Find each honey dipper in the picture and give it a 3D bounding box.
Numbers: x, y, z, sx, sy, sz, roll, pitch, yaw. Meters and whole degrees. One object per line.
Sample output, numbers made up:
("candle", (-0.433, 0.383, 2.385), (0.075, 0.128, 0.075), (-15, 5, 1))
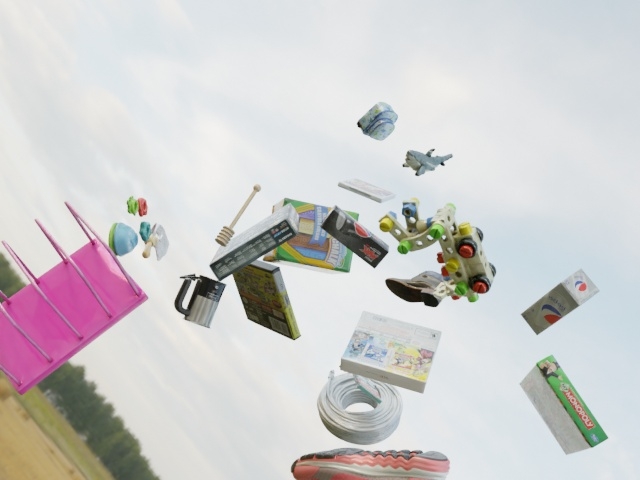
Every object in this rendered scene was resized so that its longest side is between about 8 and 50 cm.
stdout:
("honey dipper", (-0.174, -0.059, 1.536), (0.030, 0.161, 0.030), (26, -21, 11))

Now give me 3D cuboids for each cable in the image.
("cable", (0.116, 0.500, 2.141), (0.257, 0.257, 0.089), (12, -58, 18))

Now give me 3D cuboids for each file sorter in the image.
("file sorter", (-0.523, 0.093, 1.341), (0.202, 0.290, 0.182), (40, -21, 31))

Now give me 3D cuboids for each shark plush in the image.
("shark plush", (0.303, -0.222, 1.963), (0.073, 0.161, 0.067), (-121, -147, -56))

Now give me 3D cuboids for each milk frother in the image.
("milk frother", (-0.352, 0.164, 2.021), (0.129, 0.135, 0.143), (23, -8, -14))

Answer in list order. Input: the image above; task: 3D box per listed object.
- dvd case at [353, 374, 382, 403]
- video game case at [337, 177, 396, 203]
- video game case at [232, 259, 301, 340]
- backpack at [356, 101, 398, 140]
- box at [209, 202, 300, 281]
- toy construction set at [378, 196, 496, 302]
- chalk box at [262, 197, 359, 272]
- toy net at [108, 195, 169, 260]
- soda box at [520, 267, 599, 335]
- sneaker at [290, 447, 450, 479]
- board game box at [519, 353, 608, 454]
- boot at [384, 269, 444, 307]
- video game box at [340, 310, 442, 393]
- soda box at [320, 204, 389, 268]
("dvd case", (0.132, 0.417, 2.053), (0.087, 0.013, 0.119), (38, 8, -14))
("video game case", (0.181, -0.195, 2.749), (0.183, 0.201, 0.023), (23, -74, 16))
("video game case", (-0.183, 0.172, 2.258), (0.275, 0.035, 0.248), (15, -53, 51))
("backpack", (0.193, -0.383, 2.306), (0.114, 0.105, 0.084), (-47, -123, 26))
("box", (-0.155, 0.001, 1.717), (0.051, 0.220, 0.175), (57, 8, -12))
("toy construction set", (0.295, 0.042, 1.705), (0.215, 0.151, 0.328), (-9, -48, 33))
("chalk box", (0.000, 0.000, 2.073), (0.289, 0.179, 0.180), (12, -8, -14))
("toy net", (-0.370, -0.020, 1.473), (0.232, 0.045, 0.122), (41, 49, -81))
("soda box", (0.747, 0.198, 2.245), (0.091, 0.098, 0.286), (54, -24, 15))
("sneaker", (0.078, 0.446, 1.275), (0.314, 0.136, 0.116), (-8, -13, 30))
("board game box", (0.574, 0.403, 1.715), (0.213, 0.046, 0.317), (60, -2, 21))
("boot", (0.321, 0.146, 2.326), (0.219, 0.106, 0.082), (19, -44, 39))
("video game box", (0.171, 0.263, 1.704), (0.205, 0.187, 0.048), (14, -56, 14))
("soda box", (0.083, -0.009, 1.703), (0.169, 0.060, 0.053), (37, 17, -5))
